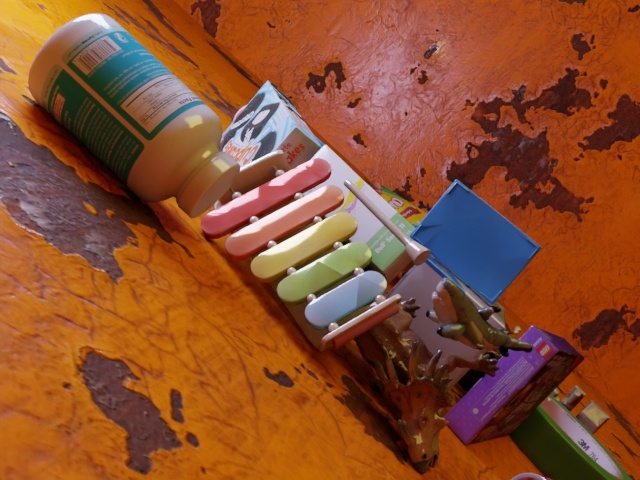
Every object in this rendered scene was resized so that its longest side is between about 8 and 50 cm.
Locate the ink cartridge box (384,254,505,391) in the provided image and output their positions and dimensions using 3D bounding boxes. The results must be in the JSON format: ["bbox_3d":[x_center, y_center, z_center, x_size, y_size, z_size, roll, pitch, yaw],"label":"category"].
[{"bbox_3d":[0.194,0.135,1.208,0.171,0.168,0.232,42,10,10],"label":"ink cartridge box"}]

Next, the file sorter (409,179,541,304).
[{"bbox_3d":[0.251,0.002,1.179,0.170,0.118,0.104,40,7,7],"label":"file sorter"}]

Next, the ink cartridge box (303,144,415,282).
[{"bbox_3d":[0.056,-0.075,1.574,0.353,0.119,0.207,44,-3,13],"label":"ink cartridge box"}]

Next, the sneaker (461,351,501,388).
[{"bbox_3d":[0.274,0.229,1.346,0.118,0.083,0.222,37,-7,4],"label":"sneaker"}]

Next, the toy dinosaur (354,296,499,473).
[{"bbox_3d":[0.102,0.154,0.969,0.295,0.127,0.200,43,16,34],"label":"toy dinosaur"}]

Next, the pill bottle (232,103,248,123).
[{"bbox_3d":[-0.130,-0.240,1.694,0.108,0.108,0.180,32,15,-41],"label":"pill bottle"}]

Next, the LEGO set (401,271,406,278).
[{"bbox_3d":[0.330,0.110,1.876,0.286,0.132,0.107,-1,45,-41],"label":"LEGO set"}]

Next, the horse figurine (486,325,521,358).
[{"bbox_3d":[0.302,0.169,1.496,0.174,0.066,0.263,-8,40,-42],"label":"horse figurine"}]

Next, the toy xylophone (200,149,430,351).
[{"bbox_3d":[0.000,0.000,0.984,0.322,0.236,0.081,43,-22,28],"label":"toy xylophone"}]

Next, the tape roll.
[{"bbox_3d":[0.476,0.400,1.416,0.321,0.077,0.321,40,11,-9],"label":"tape roll"}]

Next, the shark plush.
[{"bbox_3d":[0.215,0.113,0.954,0.161,0.067,0.073,30,11,0],"label":"shark plush"}]

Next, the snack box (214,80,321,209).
[{"bbox_3d":[-0.108,-0.150,1.213,0.060,0.187,0.322,37,12,-24],"label":"snack box"}]

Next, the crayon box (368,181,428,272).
[{"bbox_3d":[0.204,-0.019,1.762,0.318,0.081,0.202,34,28,18],"label":"crayon box"}]

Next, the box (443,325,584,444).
[{"bbox_3d":[0.330,0.241,1.189,0.057,0.201,0.293,47,12,27],"label":"box"}]

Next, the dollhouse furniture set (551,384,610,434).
[{"bbox_3d":[0.578,0.440,1.742,0.151,0.123,0.144,-21,57,-38],"label":"dollhouse furniture set"}]

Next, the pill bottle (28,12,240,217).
[{"bbox_3d":[-0.227,-0.150,0.910,0.264,0.146,0.146,43,11,4],"label":"pill bottle"}]

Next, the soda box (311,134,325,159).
[{"bbox_3d":[-0.054,-0.213,1.773,0.067,0.071,0.210,38,-9,-19],"label":"soda box"}]

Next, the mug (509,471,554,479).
[{"bbox_3d":[0.315,0.370,0.892,0.169,0.113,0.150,32,13,-28],"label":"mug"}]
